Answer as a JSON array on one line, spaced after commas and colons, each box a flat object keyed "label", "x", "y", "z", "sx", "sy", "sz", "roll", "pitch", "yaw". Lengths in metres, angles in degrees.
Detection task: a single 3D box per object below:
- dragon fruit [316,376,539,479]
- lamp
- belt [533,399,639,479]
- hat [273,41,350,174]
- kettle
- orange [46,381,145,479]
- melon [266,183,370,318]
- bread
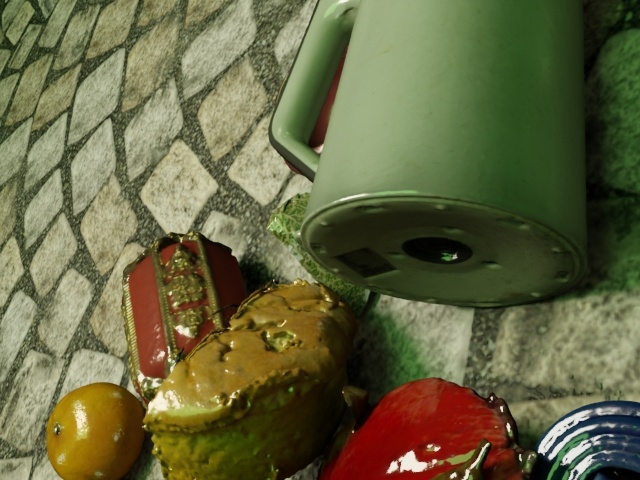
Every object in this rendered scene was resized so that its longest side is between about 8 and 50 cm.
[{"label": "dragon fruit", "x": 0.063, "y": 0.236, "z": 0.605, "sx": 0.282, "sy": 0.100, "sz": 0.343, "roll": -66, "pitch": 23, "yaw": 14}, {"label": "lamp", "x": -0.168, "y": 0.117, "z": 0.950, "sx": 0.177, "sy": 0.177, "sz": 0.274, "roll": -43, "pitch": 46, "yaw": 22}, {"label": "belt", "x": 0.270, "y": 0.257, "z": 0.447, "sx": 0.212, "sy": 0.117, "sz": 0.347, "roll": -51, "pitch": 41, "yaw": 12}, {"label": "hat", "x": 0.020, "y": -0.175, "z": 0.963, "sx": 0.205, "sy": 0.089, "sz": 0.205, "roll": -19, "pitch": 61, "yaw": 40}, {"label": "kettle", "x": 0.097, "y": -0.144, "z": 0.747, "sx": 0.361, "sy": 0.250, "sz": 0.377, "roll": -9, "pitch": 61, "yaw": 41}, {"label": "orange", "x": -0.332, "y": 0.284, "z": 1.059, "sx": 0.156, "sy": 0.124, "sz": 0.156, "roll": -27, "pitch": 48, "yaw": 35}, {"label": "melon", "x": -0.002, "y": -0.002, "z": 0.883, "sx": 0.093, "sy": 0.139, "sz": 0.202, "roll": 137, "pitch": 138, "yaw": -55}, {"label": "bread", "x": -0.044, "y": 0.152, "z": 0.750, "sx": 0.147, "sy": 0.260, "sz": 0.160, "roll": 12, "pitch": 117, "yaw": 28}]
